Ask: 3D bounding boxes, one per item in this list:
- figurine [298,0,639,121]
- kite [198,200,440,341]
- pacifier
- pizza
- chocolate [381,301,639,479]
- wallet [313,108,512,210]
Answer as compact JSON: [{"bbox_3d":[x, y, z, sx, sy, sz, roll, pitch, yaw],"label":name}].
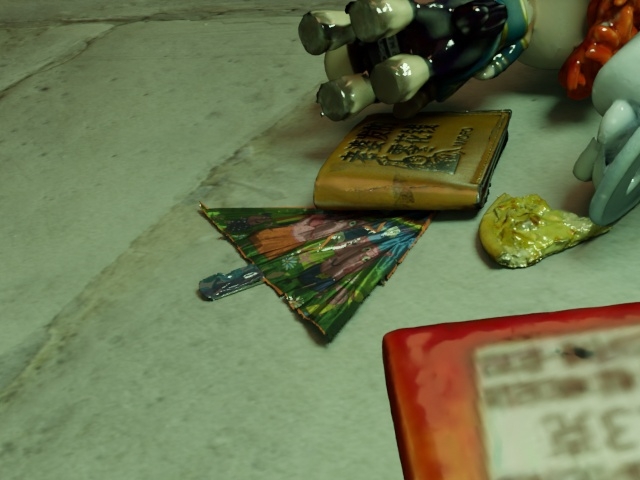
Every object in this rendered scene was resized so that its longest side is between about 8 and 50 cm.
[{"bbox_3d":[0.176,-0.229,1.149,0.412,0.241,0.306,-24,-8,-2],"label":"figurine"},{"bbox_3d":[0.000,0.000,1.000,0.234,0.016,0.321,-20,27,-16],"label":"kite"},{"bbox_3d":[0.341,-0.087,0.885,0.299,0.244,0.233,-41,67,-18],"label":"pacifier"},{"bbox_3d":[0.185,-0.016,0.947,0.108,0.026,0.123,-4,26,11],"label":"pizza"},{"bbox_3d":[0.155,0.132,0.434,0.237,0.235,0.108,-6,37,10],"label":"chocolate"},{"bbox_3d":[0.089,-0.078,1.083,0.161,0.042,0.195,-1,24,20],"label":"wallet"}]
